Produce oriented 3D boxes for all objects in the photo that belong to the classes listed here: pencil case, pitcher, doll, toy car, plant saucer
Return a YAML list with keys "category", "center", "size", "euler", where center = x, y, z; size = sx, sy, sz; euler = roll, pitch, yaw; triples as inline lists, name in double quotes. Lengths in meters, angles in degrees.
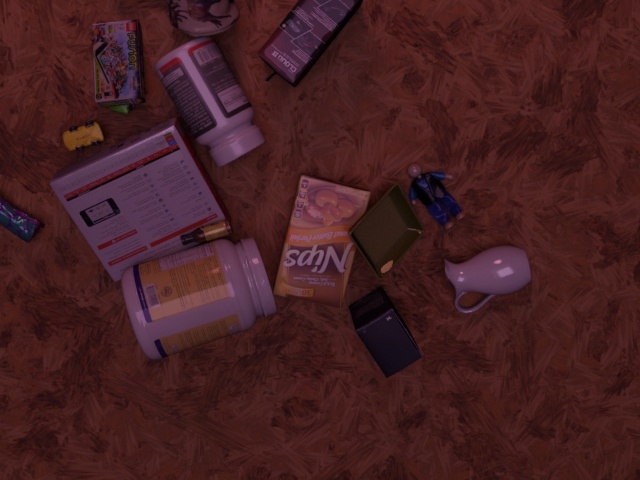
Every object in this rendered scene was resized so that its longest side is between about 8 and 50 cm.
- category: "pencil case"
  center: [-0.286, -0.672, 1.515]
  size: [0.160, 0.183, 0.410]
  euler: [-2, 123, 8]
- category: "pencil case"
  center: [-0.783, -0.063, 1.744]
  size: [0.152, 0.064, 0.070]
  euler: [36, 114, -8]
- category: "pitcher"
  center: [0.440, 0.105, 1.795]
  size: [0.207, 0.125, 0.177]
  euler: [-12, 122, 11]
- category: "doll"
  center: [0.293, -0.124, 1.771]
  size: [0.129, 0.046, 0.189]
  euler: [-40, 94, 16]
- category: "toy car"
  center: [-0.499, -0.304, 1.710]
  size: [0.239, 0.053, 0.225]
  euler: [16, 100, -5]
- category: "plant saucer"
  center: [0.159, -0.025, 1.740]
  size: [0.188, 0.045, 0.188]
  euler: [-47, 129, -15]

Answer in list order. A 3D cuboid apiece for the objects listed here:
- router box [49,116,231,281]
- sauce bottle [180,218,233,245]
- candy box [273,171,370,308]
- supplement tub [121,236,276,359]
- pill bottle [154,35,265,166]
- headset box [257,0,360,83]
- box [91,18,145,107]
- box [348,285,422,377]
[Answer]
- category: "router box"
  center: [-0.437, -0.097, 1.702]
  size: [0.335, 0.082, 0.301]
  euler: [-24, 116, 3]
- category: "sauce bottle"
  center: [-0.280, -0.018, 1.692]
  size: [0.128, 0.042, 0.042]
  euler: [-16, 101, -3]
- category: "candy box"
  center: [0.000, 0.000, 1.766]
  size: [0.183, 0.087, 0.316]
  euler: [13, 100, -5]
- category: "supplement tub"
  center: [-0.296, 0.134, 1.695]
  size: [0.331, 0.241, 0.241]
  euler: [-17, 102, -9]
- category: "pill bottle"
  center: [-0.261, -0.331, 1.656]
  size: [0.161, 0.161, 0.283]
  euler: [-29, 101, 4]
- category: "headset box"
  center: [-0.030, -0.483, 1.602]
  size: [0.110, 0.218, 0.293]
  euler: [39, 98, -7]
- category: "box"
  center: [-0.485, -0.426, 1.652]
  size: [0.114, 0.036, 0.207]
  euler: [-7, 76, 0]
- category: "box"
  center: [0.162, 0.229, 1.757]
  size: [0.108, 0.207, 0.153]
  euler: [-32, 101, 5]
